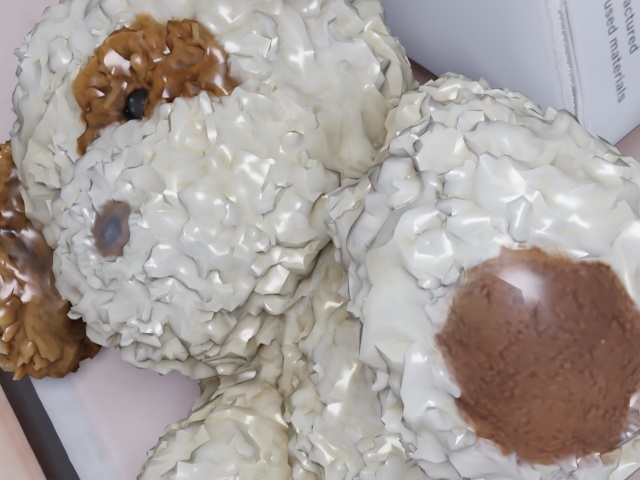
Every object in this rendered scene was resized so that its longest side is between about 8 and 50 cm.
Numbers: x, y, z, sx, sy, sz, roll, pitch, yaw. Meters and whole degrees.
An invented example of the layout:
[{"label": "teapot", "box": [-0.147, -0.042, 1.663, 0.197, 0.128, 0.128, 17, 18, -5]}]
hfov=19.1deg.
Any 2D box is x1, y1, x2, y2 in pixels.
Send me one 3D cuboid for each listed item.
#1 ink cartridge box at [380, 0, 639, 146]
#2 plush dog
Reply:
[{"label": "ink cartridge box", "box": [0.114, -0.202, 0.672, 0.306, 0.131, 0.226, -41, 51, -16]}, {"label": "plush dog", "box": [0.000, 0.000, 0.571, 0.225, 0.262, 0.210, 48, 39, 11]}]
